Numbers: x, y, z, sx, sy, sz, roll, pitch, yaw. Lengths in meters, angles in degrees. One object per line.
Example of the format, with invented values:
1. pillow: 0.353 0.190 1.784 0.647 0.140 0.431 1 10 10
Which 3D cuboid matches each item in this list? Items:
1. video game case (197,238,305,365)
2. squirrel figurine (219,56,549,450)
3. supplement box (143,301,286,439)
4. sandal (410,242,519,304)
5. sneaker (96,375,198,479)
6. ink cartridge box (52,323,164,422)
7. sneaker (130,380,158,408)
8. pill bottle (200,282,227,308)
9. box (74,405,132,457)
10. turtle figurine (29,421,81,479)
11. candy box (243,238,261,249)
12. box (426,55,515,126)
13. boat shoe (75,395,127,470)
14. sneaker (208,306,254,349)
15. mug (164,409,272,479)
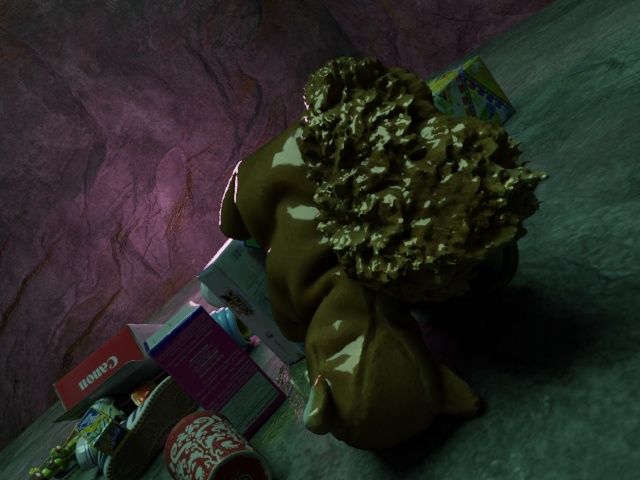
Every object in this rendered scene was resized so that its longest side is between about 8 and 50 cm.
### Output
1. video game case: -0.095 0.080 1.037 0.061 0.244 0.269 -38 12 29
2. squirrel figurine: 0.047 0.022 0.568 0.397 0.281 0.371 116 153 -49
3. supplement box: -0.179 0.221 0.860 0.114 0.220 0.111 -43 13 -19
4. sandal: 0.188 0.032 0.719 0.303 0.086 0.120 143 136 -74
5. sneaker: -0.381 0.397 1.123 0.153 0.099 0.282 -21 26 52
6. ink cartridge box: -0.620 0.391 1.518 0.309 0.130 0.272 -39 -17 6
7. sneaker: -0.486 0.429 1.411 0.067 0.064 0.175 -33 13 -12
8. pill bottle: -0.330 0.144 1.738 0.146 0.146 0.264 -40 12 2
9. box: -0.453 0.393 1.048 0.169 0.054 0.059 -10 42 52
10. turtle figurine: -0.684 0.579 1.419 0.217 0.087 0.269 -44 2 4
11. candy box: 0.040 -0.064 1.030 0.317 0.122 0.268 10 28 12
12. box: 0.295 -0.298 1.355 0.279 0.177 0.290 -44 13 -15
13. boat shoe: -0.558 0.500 1.341 0.094 0.109 0.302 -17 13 -10
14. sneaker: -0.265 0.261 1.264 0.208 0.127 0.319 -15 -19 -19
15. mug: -0.138 0.329 0.700 0.113 0.150 0.169 -5 -1 -30
